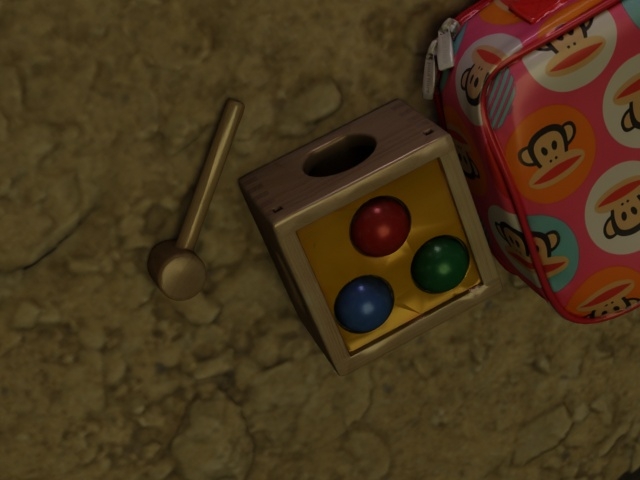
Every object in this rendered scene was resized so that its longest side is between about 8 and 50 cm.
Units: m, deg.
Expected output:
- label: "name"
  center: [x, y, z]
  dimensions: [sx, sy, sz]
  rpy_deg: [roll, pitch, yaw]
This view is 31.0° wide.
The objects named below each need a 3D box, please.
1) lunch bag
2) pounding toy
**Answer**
- label: "lunch bag"
  center: [0.225, -0.111, 0.774]
  dimensions: [0.293, 0.120, 0.258]
  rpy_deg: [-29, 119, -6]
- label: "pounding toy"
  center: [-0.008, -0.005, 0.748]
  dimensions: [0.206, 0.094, 0.181]
  rpy_deg: [-27, 120, -8]
